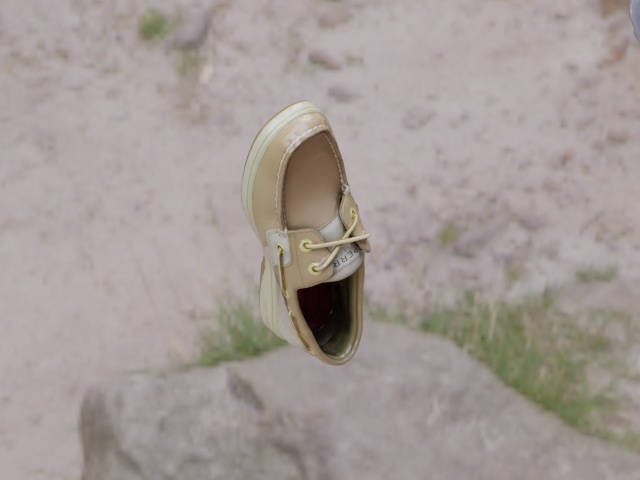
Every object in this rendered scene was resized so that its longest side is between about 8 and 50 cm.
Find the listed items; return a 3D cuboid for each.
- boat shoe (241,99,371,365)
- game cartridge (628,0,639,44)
[{"bbox_3d":[0.000,0.000,0.717,0.050,0.135,0.045,-35,54,-22],"label":"boat shoe"},{"bbox_3d":[0.093,-0.024,0.373,0.017,0.083,0.056,-27,9,25],"label":"game cartridge"}]
